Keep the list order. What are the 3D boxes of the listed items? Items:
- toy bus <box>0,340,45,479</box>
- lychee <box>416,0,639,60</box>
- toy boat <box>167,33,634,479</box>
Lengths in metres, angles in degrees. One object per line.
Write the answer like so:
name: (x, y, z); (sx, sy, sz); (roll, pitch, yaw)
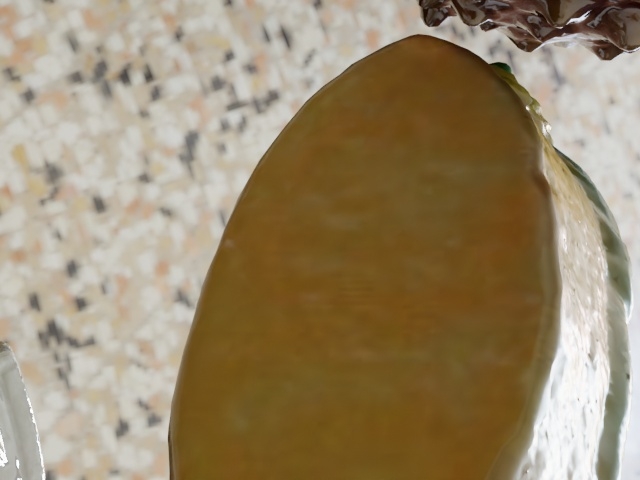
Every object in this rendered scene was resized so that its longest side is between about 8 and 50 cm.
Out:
toy bus: (-0.227, 0.114, 0.696); (0.268, 0.106, 0.092); (-26, 108, -51)
lychee: (0.074, -0.175, 0.450); (0.271, 0.271, 0.271); (14, 69, -43)
toy boat: (0.020, 0.031, 0.366); (0.088, 0.089, 0.229); (74, 23, -49)
